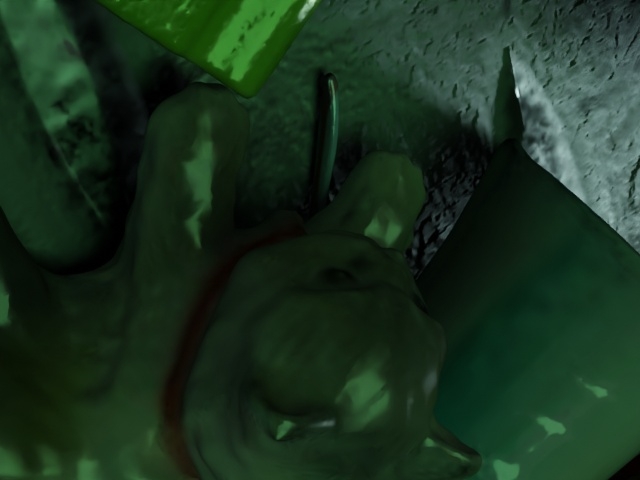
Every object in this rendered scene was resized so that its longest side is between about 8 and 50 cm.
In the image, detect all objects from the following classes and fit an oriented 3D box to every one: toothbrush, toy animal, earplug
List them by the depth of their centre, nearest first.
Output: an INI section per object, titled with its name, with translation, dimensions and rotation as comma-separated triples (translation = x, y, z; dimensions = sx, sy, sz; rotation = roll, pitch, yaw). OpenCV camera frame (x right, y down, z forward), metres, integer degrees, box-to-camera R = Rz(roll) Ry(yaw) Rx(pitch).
[toy animal]
translation = -0.095, 0.065, 0.568
dimensions = 0.308, 0.188, 0.266
rotation = 22, 116, -41
[toothbrush]
translation = 0.000, 0.000, 0.698
dimensions = 0.019, 0.013, 0.193
rotation = -15, 122, -32
[earplug]
translation = 0.059, 0.121, 0.716
dimensions = 0.324, 0.185, 0.185
rotation = -46, 129, 7

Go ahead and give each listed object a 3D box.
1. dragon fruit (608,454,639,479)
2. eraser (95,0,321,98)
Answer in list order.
[dragon fruit]
translation = 0.252, 0.224, 0.810
dimensions = 0.343, 0.277, 0.277
rotation = -21, 123, -22
[eraser]
translation = -0.032, -0.224, 0.513
dimensions = 0.210, 0.092, 0.274
rotation = 32, 96, -39
